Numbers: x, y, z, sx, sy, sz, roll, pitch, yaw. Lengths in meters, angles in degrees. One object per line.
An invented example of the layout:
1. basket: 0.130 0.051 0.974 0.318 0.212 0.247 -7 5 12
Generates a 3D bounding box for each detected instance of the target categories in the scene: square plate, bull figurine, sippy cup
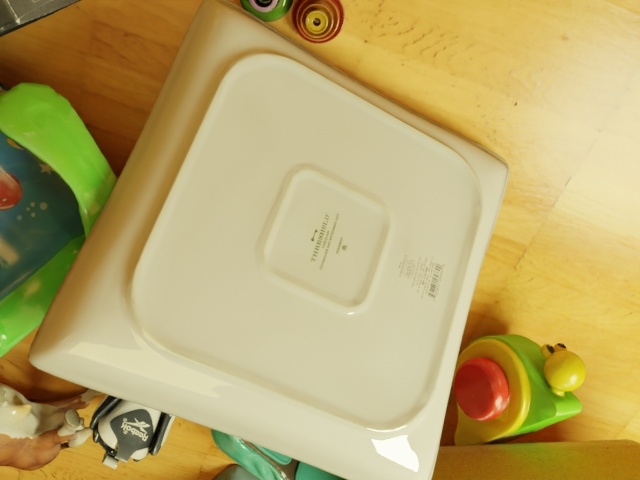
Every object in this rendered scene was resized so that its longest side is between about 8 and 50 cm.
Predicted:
1. square plate: 0.000 0.000 0.532 0.344 0.347 0.049 25 160 -16
2. bull figurine: -0.407 0.203 0.738 0.188 0.101 0.310 -29 148 17
3. sippy cup: -0.308 -0.029 0.591 0.305 0.240 0.224 -38 101 10

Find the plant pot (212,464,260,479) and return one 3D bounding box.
1. plant pot: -0.114 0.524 0.870 0.248 0.252 0.247 38 114 -18

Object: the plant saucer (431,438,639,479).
1. plant saucer: 0.237 0.321 0.772 0.332 0.081 0.333 -2 146 -1

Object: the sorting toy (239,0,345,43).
1. sorting toy: -0.025 -0.213 0.561 0.102 0.042 0.061 19 119 -7

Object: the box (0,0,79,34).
1. box: -0.369 -0.221 0.517 0.270 0.143 0.165 -16 117 12

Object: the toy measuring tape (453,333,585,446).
1. toy measuring tape: 0.181 0.195 0.766 0.121 0.121 0.330 30 138 -13

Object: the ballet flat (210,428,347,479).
1. ballet flat: -0.052 0.297 0.846 0.087 0.083 0.247 -22 119 42

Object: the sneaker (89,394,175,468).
1. sneaker: -0.190 0.174 0.729 0.094 0.153 0.235 38 115 -19
